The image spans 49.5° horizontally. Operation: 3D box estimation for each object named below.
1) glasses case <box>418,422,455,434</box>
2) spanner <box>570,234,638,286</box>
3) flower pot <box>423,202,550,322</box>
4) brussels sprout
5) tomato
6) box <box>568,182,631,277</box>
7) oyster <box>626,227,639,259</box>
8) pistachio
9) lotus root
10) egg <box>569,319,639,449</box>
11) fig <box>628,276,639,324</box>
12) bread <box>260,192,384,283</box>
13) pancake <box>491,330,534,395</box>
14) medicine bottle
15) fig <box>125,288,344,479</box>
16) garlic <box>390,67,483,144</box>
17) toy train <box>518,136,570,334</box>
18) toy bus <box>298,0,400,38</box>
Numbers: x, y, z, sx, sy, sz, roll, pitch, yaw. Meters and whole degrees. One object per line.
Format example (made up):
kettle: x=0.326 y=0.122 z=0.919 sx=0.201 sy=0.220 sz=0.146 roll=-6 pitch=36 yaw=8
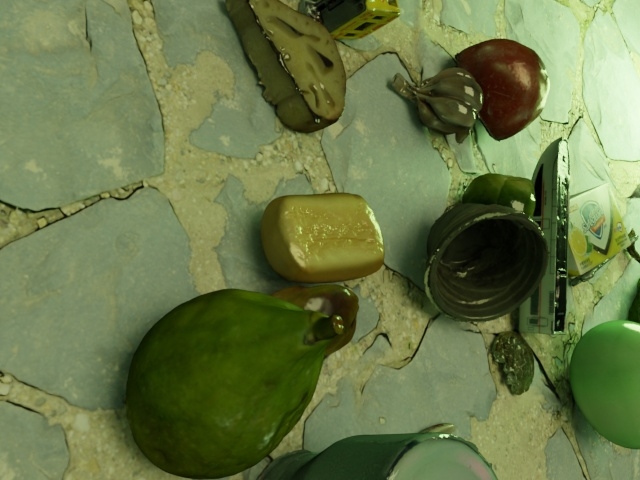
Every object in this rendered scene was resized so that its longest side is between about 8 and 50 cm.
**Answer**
glasses case: x=0.200 y=0.333 z=1.203 sx=0.083 sy=0.032 sz=0.021 roll=-6 pitch=85 yaw=-40
spanner: x=0.686 y=0.045 z=1.673 sx=0.302 sy=0.071 sz=0.017 roll=-26 pitch=81 yaw=-39
flower pot: x=0.281 y=0.022 z=1.265 sx=0.235 sy=0.235 sz=0.140 roll=31 pitch=17 yaw=-29
brussels sprout: x=0.357 y=-0.072 z=1.396 sx=0.155 sy=0.155 sz=0.117 roll=-11 pitch=119 yaw=-41
tomato: x=0.396 y=-0.332 z=1.462 sx=0.214 sy=0.155 sz=0.181 roll=60 pitch=33 yaw=-11
box: x=0.587 y=-0.020 z=1.586 sx=0.265 sy=0.097 sz=0.168 roll=-17 pitch=88 yaw=-41
oyster: x=0.805 y=0.009 z=1.792 sx=0.051 sy=0.034 sz=0.093 roll=-65 pitch=140 yaw=-76
pistachio: x=-0.009 y=0.123 z=1.048 sx=0.189 sy=0.100 sz=0.110 roll=1 pitch=79 yaw=-40
lotus root: x=-0.043 y=-0.309 z=1.171 sx=0.170 sy=0.074 sz=0.260 roll=-25 pitch=92 yaw=-42
egg: x=0.640 y=0.300 z=1.452 sx=0.220 sy=0.220 sz=0.269 roll=-23 pitch=99 yaw=-41
fig: x=0.834 y=0.172 z=1.720 sx=0.203 sy=0.203 sz=0.235 roll=22 pitch=24 yaw=-33
bread: x=0.000 y=0.000 z=1.093 sx=0.217 sy=0.098 sz=0.147 roll=-1 pitch=65 yaw=-38
pancake: x=0.393 y=0.243 z=1.395 sx=0.116 sy=0.023 sz=0.129 roll=-20 pitch=89 yaw=-44
medicine bottle: x=0.060 y=0.374 z=0.905 sx=0.245 sy=0.290 sz=0.244 roll=12 pitch=71 yaw=-37
fig: x=-0.082 y=0.173 z=0.855 sx=0.233 sy=0.314 sz=0.233 roll=-10 pitch=90 yaw=-68
garlic: x=0.233 y=-0.287 z=1.370 sx=0.194 sy=0.127 sz=0.131 roll=29 pitch=63 yaw=-12
toy train: x=0.462 y=-0.011 z=1.436 sx=0.086 sy=0.088 sz=0.406 roll=10 pitch=82 yaw=-52
toy bus: x=0.030 y=-0.541 z=1.255 sx=0.152 sy=0.144 sz=0.330 roll=-12 pitch=86 yaw=-44
